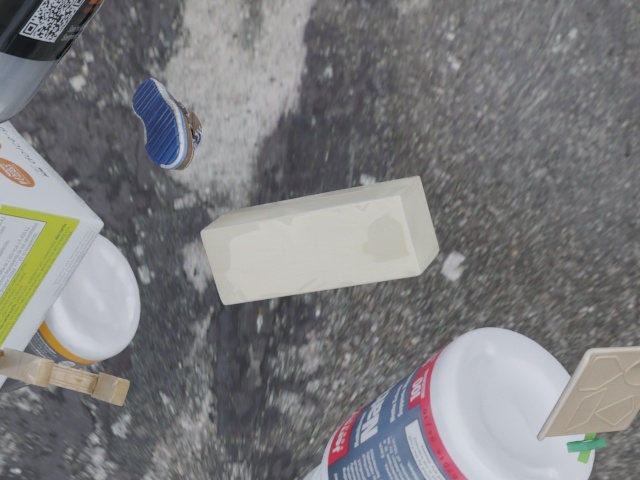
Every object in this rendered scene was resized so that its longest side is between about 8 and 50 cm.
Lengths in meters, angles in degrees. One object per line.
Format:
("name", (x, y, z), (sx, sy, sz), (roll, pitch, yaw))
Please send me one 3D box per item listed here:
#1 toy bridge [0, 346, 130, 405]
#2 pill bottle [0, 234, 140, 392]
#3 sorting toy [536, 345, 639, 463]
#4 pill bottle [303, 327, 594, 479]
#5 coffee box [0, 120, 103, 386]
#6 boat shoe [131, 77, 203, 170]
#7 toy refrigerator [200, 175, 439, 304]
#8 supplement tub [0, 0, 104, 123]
("toy bridge", (-0.254, 0.109, 1.141), (0.063, 0.188, 0.026), (9, 82, 44))
("pill bottle", (-0.369, 0.097, 1.636), (0.278, 0.162, 0.162), (-20, 74, 34))
("sorting toy", (0.129, 0.079, 0.630), (0.062, 0.083, 0.012), (-4, 42, -32))
("pill bottle", (0.063, 0.136, 0.781), (0.108, 0.180, 0.108), (20, 50, -25))
("coffee box", (-0.506, -0.002, 1.381), (0.337, 0.334, 0.338), (42, 105, 28))
("boat shoe", (-0.181, -0.141, 1.668), (0.066, 0.183, 0.066), (28, 113, -35))
("toy refrigerator", (0.000, 0.000, 1.636), (0.269, 0.094, 0.102), (-10, 105, 25))
("supplement tub", (-0.126, -0.222, 0.570), (0.193, 0.193, 0.316), (42, 104, 7))
